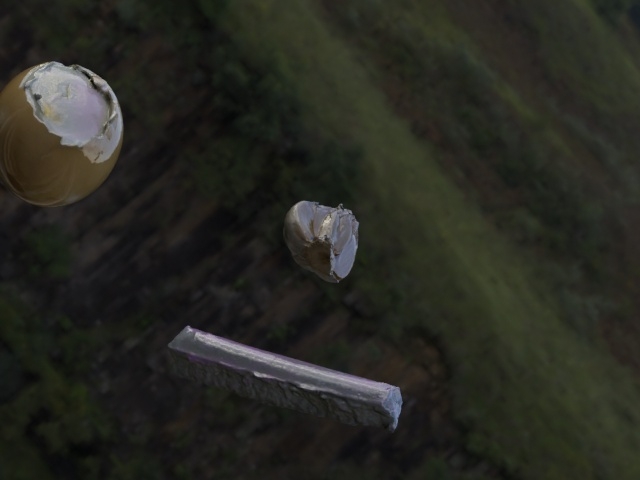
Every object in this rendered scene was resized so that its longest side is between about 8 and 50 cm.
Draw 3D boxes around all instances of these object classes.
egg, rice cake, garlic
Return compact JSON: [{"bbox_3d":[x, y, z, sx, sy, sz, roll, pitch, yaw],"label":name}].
[{"bbox_3d":[-0.161,-0.060,0.840,0.080,0.080,0.096,50,-43,5],"label":"egg"},{"bbox_3d":[-0.038,0.144,1.464,0.270,0.055,0.049,14,-55,25],"label":"rice cake"},{"bbox_3d":[-0.002,-0.002,1.592,0.113,0.074,0.094,57,30,-39],"label":"garlic"}]
